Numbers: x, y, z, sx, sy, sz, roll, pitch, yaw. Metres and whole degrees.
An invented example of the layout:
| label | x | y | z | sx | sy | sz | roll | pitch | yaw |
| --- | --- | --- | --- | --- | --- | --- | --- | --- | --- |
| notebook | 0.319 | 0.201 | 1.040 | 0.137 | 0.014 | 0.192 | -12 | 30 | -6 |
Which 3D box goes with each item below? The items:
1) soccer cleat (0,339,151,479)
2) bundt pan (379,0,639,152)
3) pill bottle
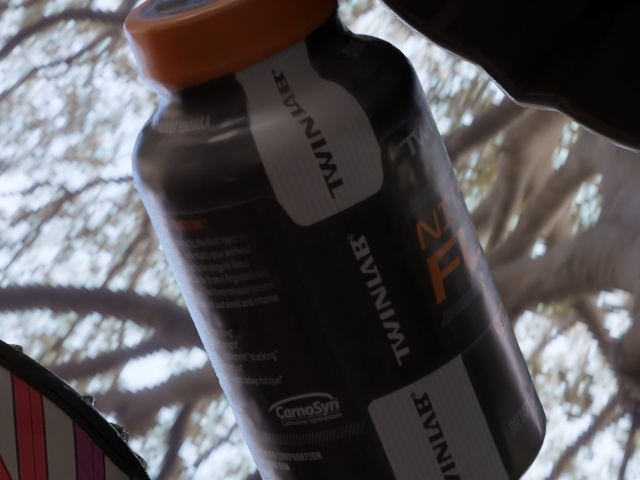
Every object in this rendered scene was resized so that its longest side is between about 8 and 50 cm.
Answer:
| label | x | y | z | sx | sy | sz | roll | pitch | yaw |
| --- | --- | --- | --- | --- | --- | --- | --- | --- | --- |
| soccer cleat | -0.110 | 0.167 | 0.852 | 0.318 | 0.116 | 0.109 | 51 | -49 | -5 |
| bundt pan | 0.107 | -0.187 | 0.740 | 0.331 | 0.124 | 0.331 | 34 | -24 | 17 |
| pill bottle | 0.000 | 0.000 | 0.852 | 0.130 | 0.130 | 0.245 | -13 | -69 | 25 |
